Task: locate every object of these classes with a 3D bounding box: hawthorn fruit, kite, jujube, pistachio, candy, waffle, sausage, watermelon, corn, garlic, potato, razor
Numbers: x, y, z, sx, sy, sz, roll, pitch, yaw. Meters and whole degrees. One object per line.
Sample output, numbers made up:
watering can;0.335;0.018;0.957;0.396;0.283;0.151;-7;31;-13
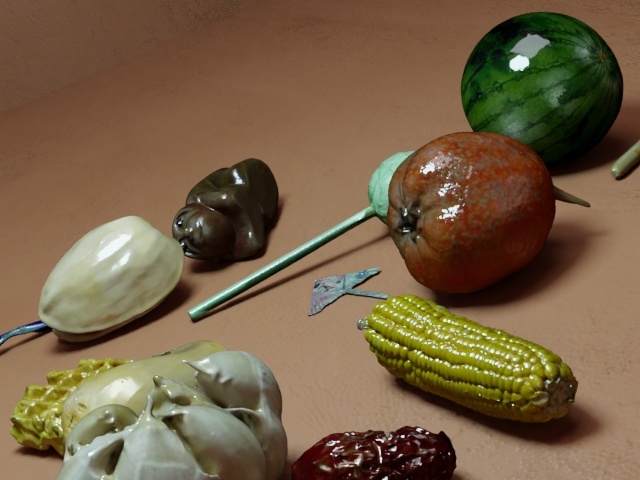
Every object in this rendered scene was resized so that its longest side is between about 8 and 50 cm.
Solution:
hawthorn fruit;0.221;-0.041;1.698;0.262;0.210;0.210;-7;18;-20
kite;0.036;0.072;1.804;0.137;0.005;0.153;-33;27;-27
jujube;0.055;0.232;1.296;0.166;0.104;0.104;-15;22;3
pistachio;-0.311;0.061;1.928;0.229;0.157;0.157;-36;26;-11
candy;0.000;0.000;1.899;0.440;0.119;0.119;-29;24;-10
waffle;-0.308;0.212;1.668;0.211;0.055;0.160;0;27;36
sausage;0.464;-0.127;1.920;0.024;0.024;0.132;5;32;44
watermelon;0.334;-0.227;1.973;0.242;0.242;0.242;-15;22;6
corn;0.161;0.137;1.440;0.102;0.102;0.313;-28;27;-24
garlic;-0.147;0.231;1.330;0.281;0.203;0.184;-19;46;-19
potato;-0.193;0.196;1.514;0.234;0.146;0.150;-16;24;-39
razor;-0.461;0.148;1.970;0.155;0.028;0.044;-27;24;-20

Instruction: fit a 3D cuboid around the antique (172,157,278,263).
antique;-0.161;-0.044;2.077;0.143;0.121;0.257;-20;21;15
